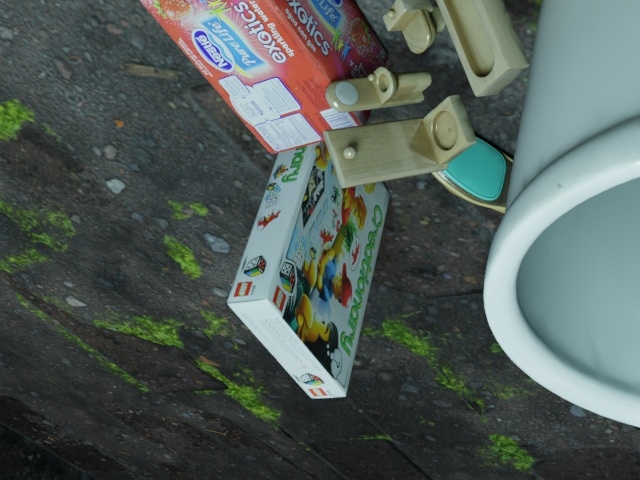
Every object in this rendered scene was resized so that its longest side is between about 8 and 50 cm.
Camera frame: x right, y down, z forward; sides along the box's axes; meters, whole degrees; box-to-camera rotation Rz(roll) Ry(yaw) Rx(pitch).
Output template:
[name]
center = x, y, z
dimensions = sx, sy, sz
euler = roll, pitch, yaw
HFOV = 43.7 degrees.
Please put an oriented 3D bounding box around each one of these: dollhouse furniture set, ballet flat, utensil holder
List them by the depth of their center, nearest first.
[utensil holder]
center = 0.310, -0.094, 0.584
dimensions = 0.327, 0.385, 0.328
euler = 12, 144, 9
[dollhouse furniture set]
center = 0.079, -0.149, 0.709
dimensions = 0.123, 0.144, 0.151
euler = -12, 166, -29
[ballet flat]
center = 0.212, -0.060, 0.948
dimensions = 0.232, 0.080, 0.073
euler = 24, 160, -6

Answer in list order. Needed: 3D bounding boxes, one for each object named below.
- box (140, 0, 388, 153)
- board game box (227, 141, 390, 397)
[box]
center = -0.055, -0.222, 0.797
dimensions = 0.128, 0.123, 0.257
euler = -11, 136, 35
[board game box]
center = 0.000, 0.000, 0.919
dimensions = 0.053, 0.305, 0.193
euler = -7, 139, 28
